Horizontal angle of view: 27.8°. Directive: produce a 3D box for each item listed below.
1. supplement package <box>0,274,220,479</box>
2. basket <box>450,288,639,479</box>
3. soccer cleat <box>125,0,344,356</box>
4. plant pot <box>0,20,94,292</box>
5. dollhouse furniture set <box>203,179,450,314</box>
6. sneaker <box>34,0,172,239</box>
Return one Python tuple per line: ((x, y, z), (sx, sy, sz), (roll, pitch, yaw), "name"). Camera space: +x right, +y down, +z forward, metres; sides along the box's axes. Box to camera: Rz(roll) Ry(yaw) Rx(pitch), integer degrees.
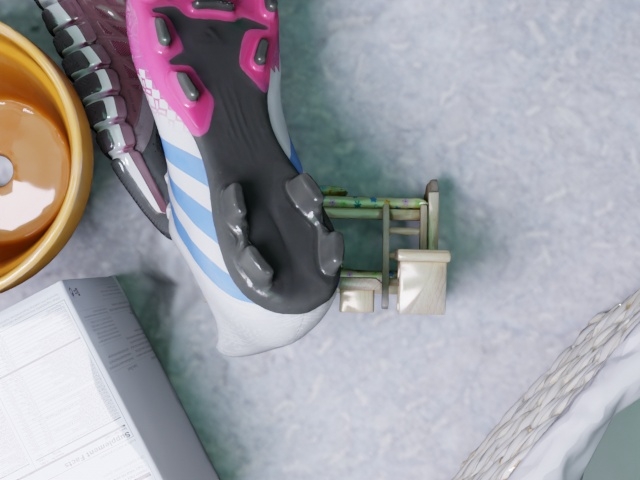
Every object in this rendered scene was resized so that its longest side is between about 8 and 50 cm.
((-0.188, 0.148, 0.955), (0.149, 0.194, 0.203), (-27, 88, 2), "supplement package")
((0.271, 0.211, 0.858), (0.331, 0.266, 0.328), (45, 65, 4), "basket")
((-0.080, -0.072, 0.924), (0.116, 0.143, 0.331), (-4, 65, -26), "soccer cleat")
((-0.260, -0.056, 0.962), (0.205, 0.188, 0.205), (0, 89, 2), "plant pot")
((0.000, 0.000, 0.968), (0.182, 0.161, 0.101), (1, 90, 1), "dollhouse furniture set")
((-0.116, -0.153, 1.003), (0.163, 0.106, 0.281), (-25, 88, -2), "sneaker")
